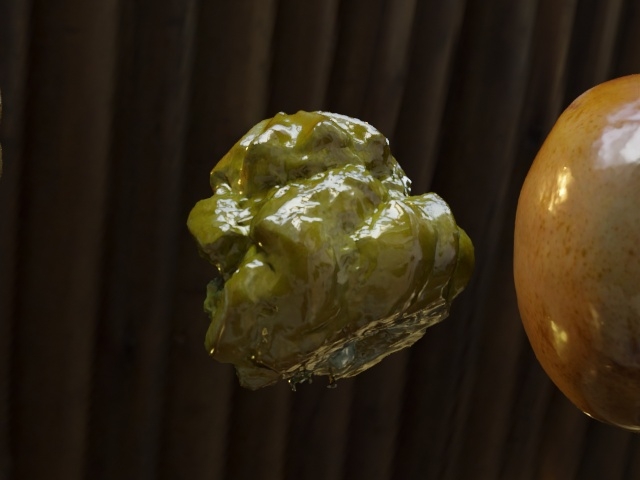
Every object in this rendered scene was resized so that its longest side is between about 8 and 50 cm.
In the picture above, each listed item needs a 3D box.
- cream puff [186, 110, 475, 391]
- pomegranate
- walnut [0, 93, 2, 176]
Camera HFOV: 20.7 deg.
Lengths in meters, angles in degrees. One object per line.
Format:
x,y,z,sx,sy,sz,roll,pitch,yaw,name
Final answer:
0.005,-0.003,1.207,0.221,0.194,0.195,8,-82,-71,cream puff
0.288,0.023,1.337,0.319,0.319,0.319,-16,-66,-41,pomegranate
-0.336,-0.088,1.235,0.261,0.225,0.225,40,-106,-51,walnut
